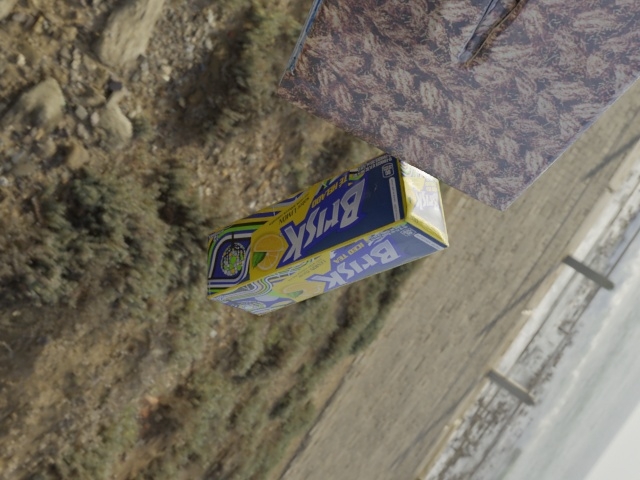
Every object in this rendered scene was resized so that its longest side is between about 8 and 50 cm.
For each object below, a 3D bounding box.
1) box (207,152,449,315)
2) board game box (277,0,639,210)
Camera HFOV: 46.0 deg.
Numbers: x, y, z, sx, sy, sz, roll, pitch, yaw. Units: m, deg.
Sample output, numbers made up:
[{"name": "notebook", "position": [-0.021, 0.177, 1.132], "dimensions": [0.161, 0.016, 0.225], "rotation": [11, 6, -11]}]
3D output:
[{"name": "box", "position": [0.000, 0.000, 0.523], "dimensions": [0.168, 0.054, 0.059], "rotation": [-23, 149, 32]}, {"name": "board game box", "position": [0.119, -0.208, 0.390], "dimensions": [0.232, 0.141, 0.291], "rotation": [-56, -171, 55]}]
